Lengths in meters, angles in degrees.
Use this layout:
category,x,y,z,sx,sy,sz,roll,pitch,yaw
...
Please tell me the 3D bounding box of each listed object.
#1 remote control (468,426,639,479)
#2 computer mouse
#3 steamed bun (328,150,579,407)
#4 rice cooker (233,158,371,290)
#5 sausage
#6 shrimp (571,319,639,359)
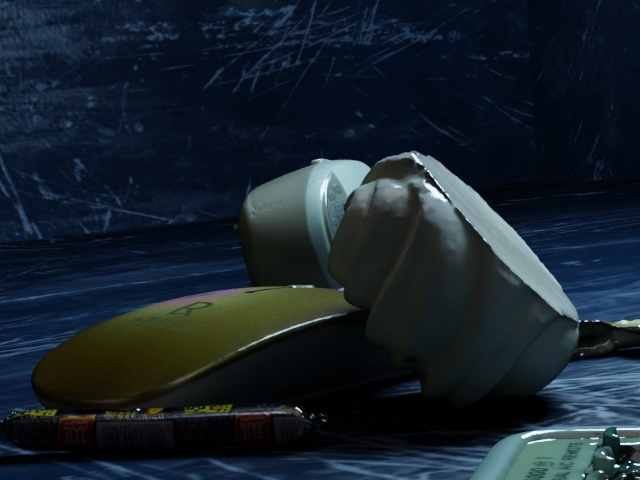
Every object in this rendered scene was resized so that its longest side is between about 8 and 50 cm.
category,x,y,z,sx,sy,sz,roll,pitch,yaw
remote control,0.212,0.096,0.475,0.335,0.065,0.128,-3,7,17
computer mouse,-0.043,0.069,1.004,0.158,0.071,0.310,3,8,45
steamed bun,0.074,0.030,0.924,0.106,0.183,0.183,-45,-2,10
rice cooker,0.000,0.000,1.366,0.127,0.145,0.206,-14,0,10
sausage,-0.092,0.106,0.850,0.198,0.028,0.025,-4,28,10
shrimp,0.202,0.070,0.961,0.198,0.051,0.262,-9,-2,30
